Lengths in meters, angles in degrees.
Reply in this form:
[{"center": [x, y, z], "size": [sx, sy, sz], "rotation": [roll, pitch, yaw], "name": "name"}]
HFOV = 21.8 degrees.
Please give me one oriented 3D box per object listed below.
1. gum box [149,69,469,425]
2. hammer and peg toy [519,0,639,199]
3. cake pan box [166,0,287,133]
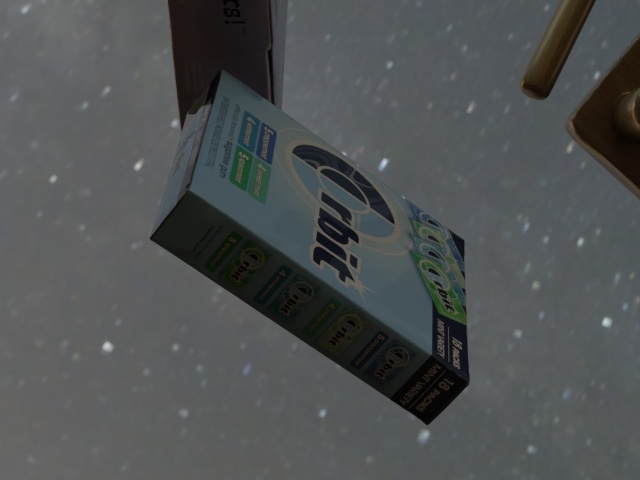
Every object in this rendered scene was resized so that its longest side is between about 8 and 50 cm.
[{"center": [0.000, 0.000, 0.929], "size": [0.184, 0.157, 0.041], "rotation": [34, -65, -15], "name": "gum box"}, {"center": [0.298, -0.122, 1.180], "size": [0.361, 0.266, 0.127], "rotation": [41, -8, -4], "name": "hammer and peg toy"}, {"center": [-0.055, -0.223, 1.032], "size": [0.070, 0.246, 0.267], "rotation": [-1, -42, 0], "name": "cake pan box"}]
